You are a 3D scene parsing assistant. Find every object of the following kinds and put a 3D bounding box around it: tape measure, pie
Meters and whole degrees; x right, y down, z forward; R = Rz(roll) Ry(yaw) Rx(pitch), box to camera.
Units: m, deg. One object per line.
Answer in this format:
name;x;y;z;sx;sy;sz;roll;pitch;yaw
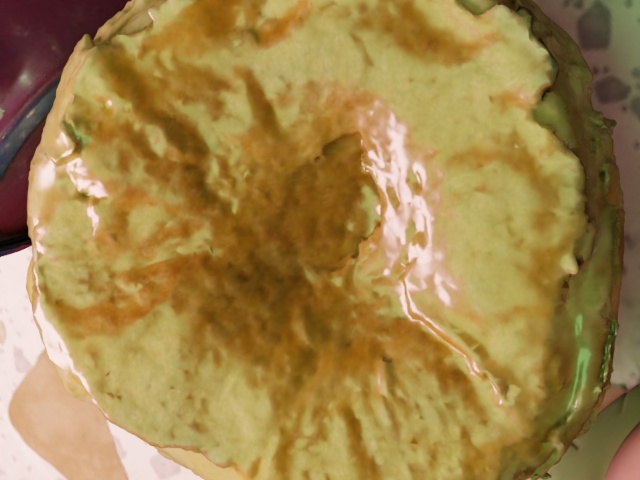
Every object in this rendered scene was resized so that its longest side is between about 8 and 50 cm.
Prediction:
tape measure;-0.202;-0.090;0.877;0.149;0.245;0.231;43;140;14
pie;0.000;0.000;0.744;0.339;0.083;0.340;2;102;11

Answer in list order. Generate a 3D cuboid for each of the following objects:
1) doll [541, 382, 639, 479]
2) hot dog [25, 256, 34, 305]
doll;0.211;0.129;0.709;0.216;0.284;0.268;37;104;-23
hot dog;-0.047;0.053;0.885;0.256;0.153;0.150;33;93;3
